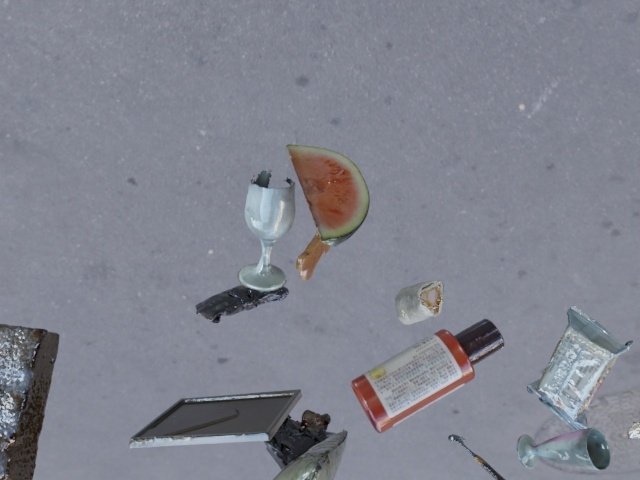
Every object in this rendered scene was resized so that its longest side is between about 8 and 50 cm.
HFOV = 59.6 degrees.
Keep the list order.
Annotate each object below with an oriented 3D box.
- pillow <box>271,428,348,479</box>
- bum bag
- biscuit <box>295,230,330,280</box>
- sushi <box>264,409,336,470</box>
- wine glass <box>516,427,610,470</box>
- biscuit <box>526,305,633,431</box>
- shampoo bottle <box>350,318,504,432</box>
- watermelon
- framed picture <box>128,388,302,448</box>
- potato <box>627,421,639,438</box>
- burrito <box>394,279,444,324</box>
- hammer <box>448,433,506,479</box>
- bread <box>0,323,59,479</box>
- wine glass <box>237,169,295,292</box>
[{"bbox_3d":[-0.037,0.402,0.905,0.185,0.075,0.302,-49,165,0],"label":"pillow"},{"bbox_3d":[-0.272,0.200,1.920,0.341,0.144,0.095,-18,115,-36],"label":"bum bag"},{"bbox_3d":[-0.001,0.000,1.662,0.036,0.250,0.165,27,160,16],"label":"biscuit"},{"bbox_3d":[-0.037,0.633,1.708,0.212,0.215,0.227,-36,139,-17],"label":"sushi"},{"bbox_3d":[0.450,0.392,1.048,0.073,0.073,0.155,31,146,-25],"label":"wine glass"},{"bbox_3d":[0.675,0.344,1.486,0.079,0.186,0.308,-12,125,-35],"label":"biscuit"},{"bbox_3d":[0.198,0.230,0.996,0.278,0.104,0.104,-28,131,-7],"label":"shampoo bottle"},{"bbox_3d":[0.021,-0.101,1.373,0.160,0.303,0.128,-10,148,-18],"label":"watermelon"},{"bbox_3d":[-0.219,0.384,1.216,0.315,0.232,0.024,-7,94,16],"label":"framed picture"},{"bbox_3d":[0.650,0.369,1.086,0.093,0.037,0.036,-12,155,34],"label":"potato"},{"bbox_3d":[0.360,0.228,2.068,0.105,0.143,0.299,-5,167,-13],"label":"burrito"},{"bbox_3d":[0.482,0.667,1.710,0.021,0.201,0.078,-57,144,7],"label":"hammer"},{"bbox_3d":[-0.652,0.375,1.121,0.165,0.416,0.113,1,163,6],"label":"bread"},{"bbox_3d":[-0.141,-0.022,1.495,0.144,0.143,0.320,8,119,-6],"label":"wine glass"}]
